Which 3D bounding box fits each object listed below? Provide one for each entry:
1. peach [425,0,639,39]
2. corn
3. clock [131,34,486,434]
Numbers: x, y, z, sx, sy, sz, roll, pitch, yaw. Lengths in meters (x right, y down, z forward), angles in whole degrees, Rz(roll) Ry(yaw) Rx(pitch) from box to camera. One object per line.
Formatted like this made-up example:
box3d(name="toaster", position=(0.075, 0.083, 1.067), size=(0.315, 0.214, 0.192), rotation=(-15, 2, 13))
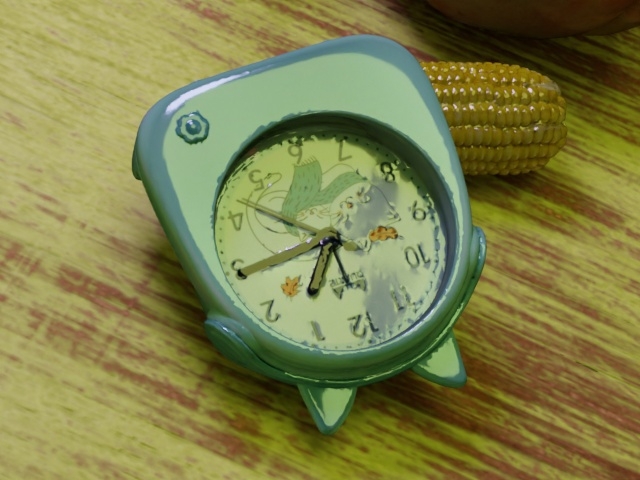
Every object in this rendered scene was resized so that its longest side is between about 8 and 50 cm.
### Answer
box3d(name="peach", position=(0.189, -0.297, 1.540), size=(0.292, 0.247, 0.292), rotation=(8, 29, -4))
box3d(name="corn", position=(0.077, -0.097, 1.450), size=(0.244, 0.093, 0.093), rotation=(-1, 53, -17))
box3d(name="clock", position=(0.000, 0.000, 1.315), size=(0.224, 0.094, 0.274), rotation=(-17, 80, -15))
